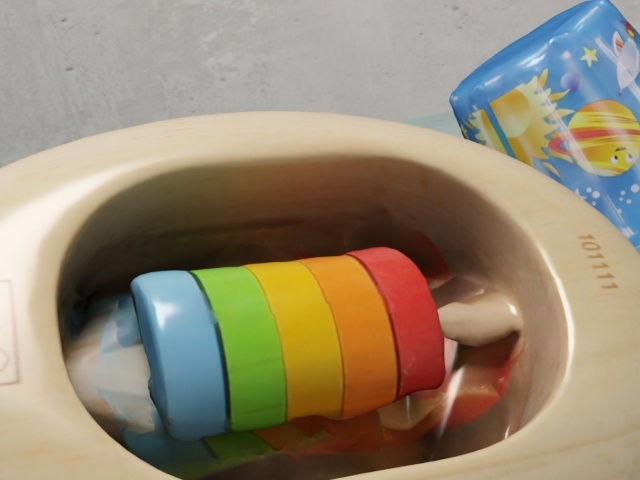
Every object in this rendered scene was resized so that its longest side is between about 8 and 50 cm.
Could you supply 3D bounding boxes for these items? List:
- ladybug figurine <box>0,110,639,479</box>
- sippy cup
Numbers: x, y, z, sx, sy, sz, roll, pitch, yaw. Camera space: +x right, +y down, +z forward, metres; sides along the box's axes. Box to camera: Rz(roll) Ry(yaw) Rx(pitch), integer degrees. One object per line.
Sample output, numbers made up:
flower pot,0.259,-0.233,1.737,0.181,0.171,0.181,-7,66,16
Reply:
ladybug figurine,-0.028,0.077,0.566,0.450,0.305,0.162,-3,-36,-18
sippy cup,0.241,-0.085,0.955,0.240,0.224,0.305,-33,9,19
